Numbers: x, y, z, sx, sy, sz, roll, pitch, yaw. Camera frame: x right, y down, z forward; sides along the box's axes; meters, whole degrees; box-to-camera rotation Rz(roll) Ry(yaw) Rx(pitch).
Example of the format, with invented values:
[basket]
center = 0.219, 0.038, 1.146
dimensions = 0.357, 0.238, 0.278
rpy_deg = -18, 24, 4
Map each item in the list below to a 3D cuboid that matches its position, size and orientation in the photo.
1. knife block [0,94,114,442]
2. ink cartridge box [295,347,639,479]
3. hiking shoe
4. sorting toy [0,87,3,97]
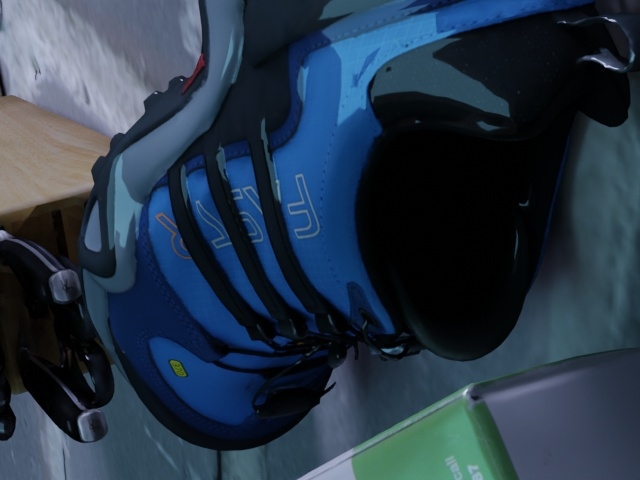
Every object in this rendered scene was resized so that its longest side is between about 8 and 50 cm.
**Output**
[knife block]
center = -0.107, 0.004, 0.876
dimensions = 0.275, 0.242, 0.088
rpy_deg = -51, -43, -64
[ink cartridge box]
center = 0.028, 0.149, 0.567
dimensions = 0.219, 0.093, 0.160
rpy_deg = -33, 74, 42
[hiking shoe]
center = 0.000, 0.000, 0.591
dimensions = 0.132, 0.113, 0.304
rpy_deg = 60, 152, 27
[sorting toy]
center = -0.199, -0.106, 1.053
dimensions = 0.062, 0.012, 0.083
rpy_deg = 16, 120, 61
